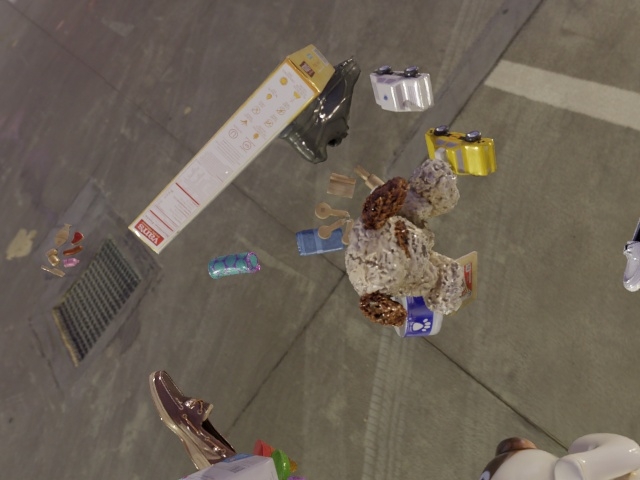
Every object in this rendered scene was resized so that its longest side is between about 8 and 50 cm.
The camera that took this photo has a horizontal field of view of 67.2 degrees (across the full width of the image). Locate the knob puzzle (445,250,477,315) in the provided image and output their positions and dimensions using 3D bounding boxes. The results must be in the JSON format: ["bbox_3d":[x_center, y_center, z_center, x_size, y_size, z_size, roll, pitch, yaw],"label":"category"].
[{"bbox_3d":[0.384,0.137,1.425,0.213,0.213,0.030,-55,38,-2],"label":"knob puzzle"}]

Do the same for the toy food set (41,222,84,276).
[{"bbox_3d":[-0.615,0.026,1.167,0.019,0.077,0.122,125,168,-67],"label":"toy food set"}]

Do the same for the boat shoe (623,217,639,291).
[{"bbox_3d":[0.695,0.018,1.045,0.063,0.066,0.184,26,93,2],"label":"boat shoe"}]

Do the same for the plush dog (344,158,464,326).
[{"bbox_3d":[0.110,0.008,0.772,0.210,0.225,0.263,-1,99,25],"label":"plush dog"}]

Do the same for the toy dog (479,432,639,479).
[{"bbox_3d":[0.437,0.413,0.713,0.407,0.395,0.285,-9,72,33],"label":"toy dog"}]

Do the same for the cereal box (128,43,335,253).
[{"bbox_3d":[-0.089,-0.105,0.524,0.240,0.047,0.173,-40,16,22],"label":"cereal box"}]

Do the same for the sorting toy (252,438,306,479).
[{"bbox_3d":[-0.074,0.601,1.228,0.365,0.126,0.127,156,127,-64],"label":"sorting toy"}]

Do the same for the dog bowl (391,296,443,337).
[{"bbox_3d":[0.272,0.154,1.437,0.104,0.265,0.265,-7,56,-4],"label":"dog bowl"}]

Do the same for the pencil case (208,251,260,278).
[{"bbox_3d":[-0.266,0.077,1.478,0.151,0.070,0.065,-9,45,23],"label":"pencil case"}]

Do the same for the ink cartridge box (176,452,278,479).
[{"bbox_3d":[-0.194,0.428,0.777,0.134,0.230,0.078,-28,75,53],"label":"ink cartridge box"}]

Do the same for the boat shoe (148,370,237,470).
[{"bbox_3d":[-0.363,0.506,1.389,0.123,0.123,0.342,-33,88,-4],"label":"boat shoe"}]

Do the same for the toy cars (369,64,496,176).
[{"bbox_3d":[0.239,-0.275,1.133,0.087,0.176,0.394,-34,76,-21],"label":"toy cars"}]

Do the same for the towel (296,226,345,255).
[{"bbox_3d":[0.000,0.000,1.220,0.119,0.067,0.029,-8,17,3],"label":"towel"}]

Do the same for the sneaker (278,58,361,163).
[{"bbox_3d":[0.016,-0.277,1.039,0.109,0.130,0.286,-8,42,53],"label":"sneaker"}]

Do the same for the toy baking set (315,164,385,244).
[{"bbox_3d":[0.104,-0.045,1.084,0.256,0.030,0.197,37,79,6],"label":"toy baking set"}]
